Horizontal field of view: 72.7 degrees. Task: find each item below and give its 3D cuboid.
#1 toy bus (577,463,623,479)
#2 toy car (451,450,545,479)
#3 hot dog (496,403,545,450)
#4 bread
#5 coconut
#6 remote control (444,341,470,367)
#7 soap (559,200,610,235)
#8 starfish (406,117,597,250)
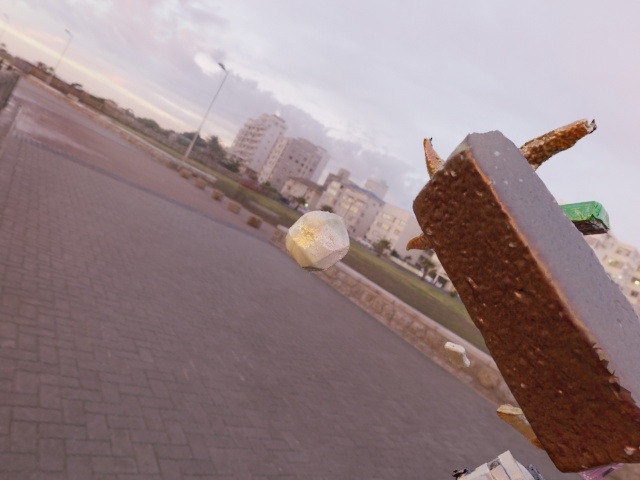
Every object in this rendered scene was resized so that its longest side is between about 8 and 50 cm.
[{"bbox_3d":[0.510,0.372,0.865,0.108,0.096,0.199,39,19,4],"label":"toy bus"},{"bbox_3d":[0.266,0.438,0.551,0.118,0.193,0.301,49,11,-37],"label":"toy car"},{"bbox_3d":[0.573,0.507,1.209,0.169,0.078,0.061,39,47,10],"label":"hot dog"},{"bbox_3d":[0.273,0.065,0.564,0.113,0.165,0.416,-10,64,-31],"label":"bread"},{"bbox_3d":[-0.001,-0.002,1.308,0.195,0.194,0.194,28,2,-1],"label":"coconut"},{"bbox_3d":[0.493,0.412,1.565,0.075,0.032,0.122,14,-34,43],"label":"remote control"},{"bbox_3d":[1.003,-0.079,1.778,0.218,0.097,0.274,24,-23,-40],"label":"soap"},{"bbox_3d":[0.346,-0.068,0.936,0.132,0.397,0.384,-20,27,-23],"label":"starfish"}]
